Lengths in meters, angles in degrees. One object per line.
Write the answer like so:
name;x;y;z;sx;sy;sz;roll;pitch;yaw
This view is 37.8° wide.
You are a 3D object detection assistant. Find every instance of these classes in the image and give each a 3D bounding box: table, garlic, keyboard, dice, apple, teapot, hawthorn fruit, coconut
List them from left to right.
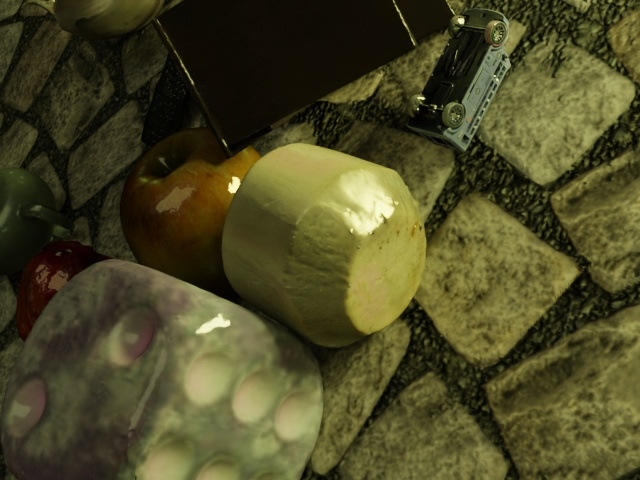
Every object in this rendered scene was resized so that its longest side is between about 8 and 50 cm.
teapot;-0.539;-0.030;1.628;0.294;0.129;0.193;-2;65;38
hawthorn fruit;-0.377;0.088;1.396;0.179;0.173;0.173;-49;45;7
garlic;-0.388;-0.468;1.661;0.292;0.237;0.210;-46;3;8
dice;-0.181;0.192;1.085;0.271;0.270;0.270;13;75;44
keyboard;-0.233;-0.271;1.521;0.106;0.016;0.262;35;109;46
apple;-0.156;-0.030;1.262;0.237;0.207;0.237;-21;38;17
table;-0.008;-0.274;1.183;0.282;0.196;0.250;-24;9;26
coconut;-0.002;-0.002;1.080;0.241;0.241;0.241;-20;55;31

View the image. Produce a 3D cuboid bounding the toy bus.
toy bus;0.176;-0.196;1.139;0.073;0.076;0.167;25;86;47
